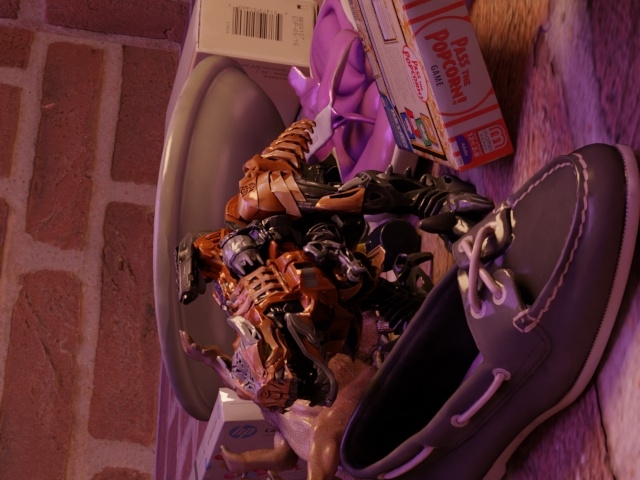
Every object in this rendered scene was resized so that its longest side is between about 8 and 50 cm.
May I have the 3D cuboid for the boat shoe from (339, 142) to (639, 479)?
[{"bbox_3d":[0.094,0.066,0.869,0.335,0.095,0.112,110,163,-49],"label":"boat shoe"}]

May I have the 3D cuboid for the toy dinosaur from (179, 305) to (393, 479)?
[{"bbox_3d":[0.019,0.131,1.156,0.296,0.200,0.127,51,156,38],"label":"toy dinosaur"}]

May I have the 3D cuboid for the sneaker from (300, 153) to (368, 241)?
[{"bbox_3d":[0.014,-0.052,1.469,0.089,0.051,0.170,114,157,-49],"label":"sneaker"}]

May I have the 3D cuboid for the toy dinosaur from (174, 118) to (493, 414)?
[{"bbox_3d":[0.000,0.000,1.069,0.164,0.218,0.322,113,162,-56],"label":"toy dinosaur"}]

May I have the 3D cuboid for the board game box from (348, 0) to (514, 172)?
[{"bbox_3d":[0.075,-0.134,1.065,0.193,0.045,0.147,-136,26,-76],"label":"board game box"}]

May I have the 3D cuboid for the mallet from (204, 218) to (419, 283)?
[{"bbox_3d":[-0.012,0.017,1.212,0.062,0.189,0.039,120,140,-76],"label":"mallet"}]

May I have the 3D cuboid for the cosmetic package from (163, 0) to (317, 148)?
[{"bbox_3d":[-0.114,-0.203,1.918,0.309,0.160,0.113,115,159,-59],"label":"cosmetic package"}]

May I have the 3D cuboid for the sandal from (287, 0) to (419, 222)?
[{"bbox_3d":[0.014,-0.136,1.379,0.416,0.102,0.169,-110,29,-66],"label":"sandal"}]

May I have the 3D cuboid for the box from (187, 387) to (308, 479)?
[{"bbox_3d":[-0.039,0.195,1.321,0.186,0.145,0.038,112,152,-50],"label":"box"}]

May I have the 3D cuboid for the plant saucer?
[{"bbox_3d":[-0.074,-0.001,1.551,0.400,0.100,0.400,1,-90,-78],"label":"plant saucer"}]
